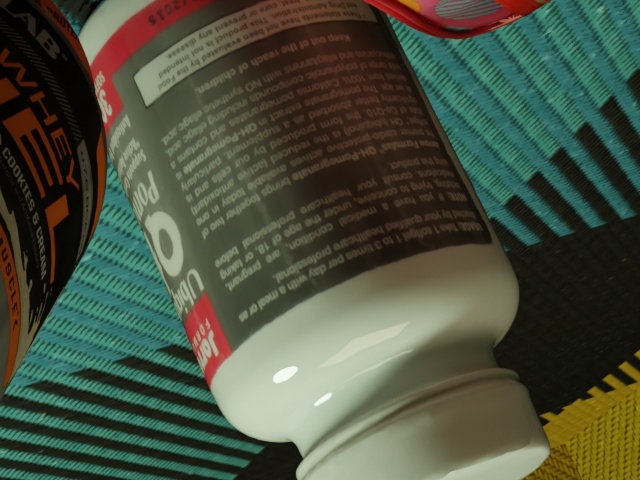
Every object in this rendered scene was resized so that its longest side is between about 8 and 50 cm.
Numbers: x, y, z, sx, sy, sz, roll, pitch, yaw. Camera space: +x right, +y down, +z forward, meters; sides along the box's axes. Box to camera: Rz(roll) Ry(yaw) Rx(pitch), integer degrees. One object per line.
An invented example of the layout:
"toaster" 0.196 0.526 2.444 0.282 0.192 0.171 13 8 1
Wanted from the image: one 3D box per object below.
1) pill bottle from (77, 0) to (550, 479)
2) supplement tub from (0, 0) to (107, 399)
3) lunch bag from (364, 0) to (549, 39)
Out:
"pill bottle" 0.000 0.000 1.078 0.176 0.318 0.176 -23 162 -8
"supplement tub" -0.199 -0.009 0.810 0.193 0.193 0.316 -31 -164 18
"lunch bag" 0.069 -0.201 0.952 0.258 0.120 0.293 -28 162 21
